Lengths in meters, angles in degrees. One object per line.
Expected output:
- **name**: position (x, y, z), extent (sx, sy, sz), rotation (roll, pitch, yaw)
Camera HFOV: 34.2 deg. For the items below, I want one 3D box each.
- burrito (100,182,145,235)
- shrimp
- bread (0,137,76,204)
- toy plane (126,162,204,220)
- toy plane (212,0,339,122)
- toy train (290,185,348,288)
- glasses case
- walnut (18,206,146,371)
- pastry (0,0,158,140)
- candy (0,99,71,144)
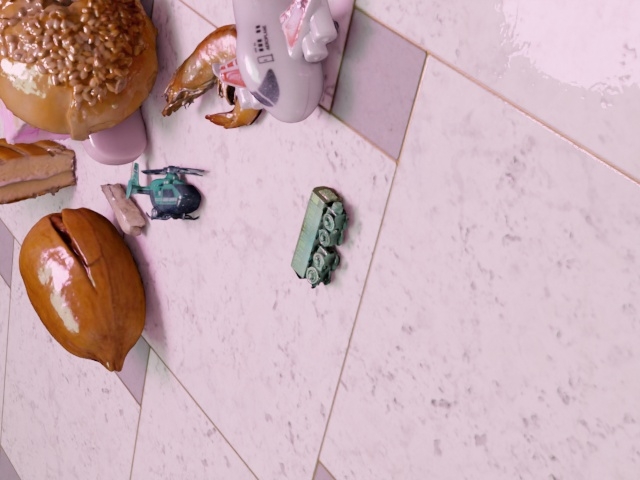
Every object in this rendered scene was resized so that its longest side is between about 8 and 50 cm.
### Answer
- **burrito**: position (-0.364, -0.066, 1.901), extent (0.149, 0.041, 0.055), rotation (52, 150, 33)
- **shrimp**: position (-0.159, -0.232, 1.563), extent (0.249, 0.068, 0.150), rotation (-16, 90, 48)
- **bread**: position (-0.646, -0.141, 2.107), extent (0.246, 0.239, 0.111), rotation (18, 119, 52)
- **toy plane**: position (-0.266, -0.082, 1.750), extent (0.235, 0.060, 0.096), rotation (6, 96, 50)
- **toy plane**: position (-0.068, -0.274, 1.379), extent (0.252, 0.118, 0.252), rotation (17, 112, 49)
- **toy train**: position (0.000, 0.000, 1.425), extent (0.071, 0.038, 0.147), rotation (49, 135, 39)
- **glasses case**: position (-0.391, -0.270, 1.824), extent (0.075, 0.113, 0.296), rotation (-36, 69, 49)
- **walnut**: position (-0.424, 0.093, 1.894), extent (0.209, 0.209, 0.336), rotation (-50, 58, 47)
- **pastry**: position (-0.409, -0.326, 1.685), extent (0.184, 0.285, 0.315), rotation (100, 145, -66)
- **candy**: position (-0.544, -0.323, 1.984), extent (0.116, 0.156, 0.265), rotation (-32, 73, 51)
